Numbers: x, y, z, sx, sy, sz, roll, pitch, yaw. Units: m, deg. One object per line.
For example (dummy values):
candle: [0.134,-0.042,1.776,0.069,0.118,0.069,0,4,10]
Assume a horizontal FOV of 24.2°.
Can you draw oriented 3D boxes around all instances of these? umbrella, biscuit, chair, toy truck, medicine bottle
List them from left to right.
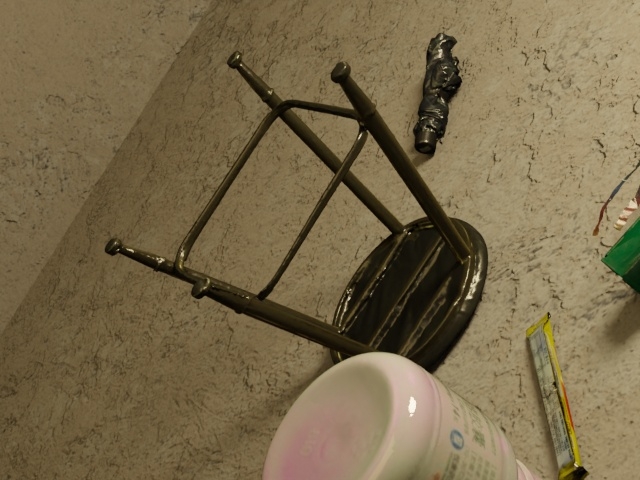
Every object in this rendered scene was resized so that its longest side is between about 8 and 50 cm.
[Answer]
chair: [0.000,0.000,2.154,0.365,0.410,0.362,-57,28,-8]
medicine bottle: [0.120,0.306,1.729,0.256,0.325,0.256,-37,31,28]
umbrella: [0.199,-0.244,2.505,0.071,0.080,0.224,4,58,16]
biscuit: [0.296,0.200,1.900,0.048,0.026,0.292,-42,30,27]
toy truck: [0.435,0.001,1.867,0.147,0.079,0.065,-47,29,5]

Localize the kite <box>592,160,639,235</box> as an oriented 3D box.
kite: [0.480,-0.142,1.931,0.360,0.022,0.204,-50,19,-27]
